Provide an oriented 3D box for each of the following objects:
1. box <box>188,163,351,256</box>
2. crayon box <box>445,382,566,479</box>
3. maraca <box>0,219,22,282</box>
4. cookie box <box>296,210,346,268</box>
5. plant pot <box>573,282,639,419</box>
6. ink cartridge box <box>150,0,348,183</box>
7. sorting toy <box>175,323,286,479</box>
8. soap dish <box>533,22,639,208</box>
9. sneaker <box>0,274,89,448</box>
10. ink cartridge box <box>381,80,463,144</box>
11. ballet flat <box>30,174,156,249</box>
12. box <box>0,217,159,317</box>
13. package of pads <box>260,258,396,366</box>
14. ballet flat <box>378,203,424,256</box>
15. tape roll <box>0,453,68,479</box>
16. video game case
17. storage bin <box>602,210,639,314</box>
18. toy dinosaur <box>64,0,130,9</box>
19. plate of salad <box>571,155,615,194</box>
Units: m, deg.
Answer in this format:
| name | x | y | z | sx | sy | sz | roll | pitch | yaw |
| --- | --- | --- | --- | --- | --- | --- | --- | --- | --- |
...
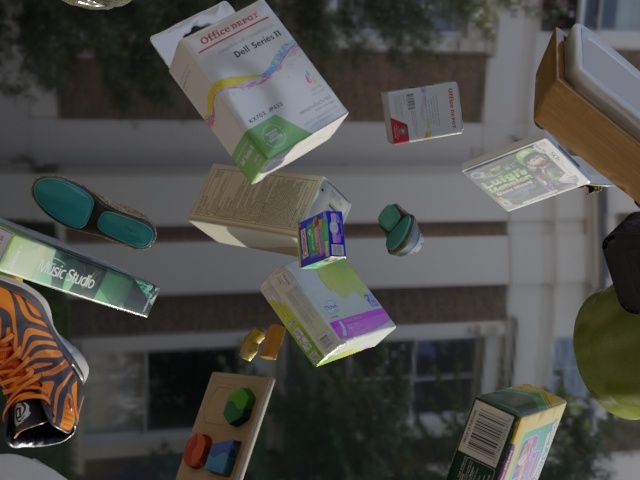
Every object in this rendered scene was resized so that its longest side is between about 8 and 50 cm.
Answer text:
| name | x | y | z | sx | sy | sz | roll | pitch | yaw |
| --- | --- | --- | --- | --- | --- | --- | --- | --- | --- |
| box | -0.110 | -0.061 | 2.242 | 0.311 | 0.121 | 0.148 | 11 | -109 | 38 |
| crayon box | 0.345 | 0.479 | 2.143 | 0.106 | 0.313 | 0.362 | 23 | -82 | 27 |
| maraca | -0.599 | 0.054 | 1.976 | 0.127 | 0.099 | 0.185 | -28 | -125 | 46 |
| cookie box | 0.000 | 0.000 | 2.029 | 0.107 | 0.040 | 0.091 | -24 | -113 | 54 |
| plant pot | 0.625 | 0.157 | 1.779 | 0.353 | 0.367 | 0.366 | -28 | -118 | 53 |
| ink cartridge box | -0.140 | -0.311 | 2.030 | 0.353 | 0.207 | 0.119 | 53 | -26 | 6 |
| sorting toy | -0.164 | 0.293 | 1.925 | 0.229 | 0.041 | 0.307 | -7 | -120 | 56 |
| soap dish | 0.460 | -0.191 | 1.682 | 0.118 | 0.291 | 0.229 | -48 | -168 | 31 |
| sneaker | -0.448 | 0.192 | 1.604 | 0.321 | 0.125 | 0.180 | 54 | 19 | -41 |
| ink cartridge box | 0.246 | -0.311 | 2.606 | 0.072 | 0.175 | 0.127 | -136 | -143 | -76 |
| ballet flat | -0.355 | -0.043 | 1.679 | 0.073 | 0.206 | 0.067 | -60 | -163 | 4 |
| box | -0.407 | 0.017 | 1.504 | 0.232 | 0.322 | 0.058 | 21 | -93 | 30 |
| package of pads | 0.019 | 0.145 | 2.396 | 0.101 | 0.296 | 0.229 | -43 | -106 | 23 |
| ballet flat | 0.149 | -0.011 | 1.858 | 0.072 | 0.068 | 0.213 | -50 | -166 | 10 |
| tape roll | -0.452 | 0.528 | 1.846 | 0.072 | 0.392 | 0.392 | -46 | -157 | 2 |
| video game case | 0.401 | -0.131 | 2.095 | 0.190 | 0.173 | 0.022 | -21 | -131 | 36 |
| storage bin | 0.486 | 0.024 | 1.437 | 0.180 | 0.084 | 0.122 | -8 | -72 | 43 |
| toy dinosaur | -0.271 | -0.317 | 1.268 | 0.314 | 0.160 | 0.121 | -14 | -116 | 48 |
| plate of salad | 0.548 | -0.136 | 2.250 | 0.200 | 0.200 | 0.048 | -125 | -141 | -64 |
